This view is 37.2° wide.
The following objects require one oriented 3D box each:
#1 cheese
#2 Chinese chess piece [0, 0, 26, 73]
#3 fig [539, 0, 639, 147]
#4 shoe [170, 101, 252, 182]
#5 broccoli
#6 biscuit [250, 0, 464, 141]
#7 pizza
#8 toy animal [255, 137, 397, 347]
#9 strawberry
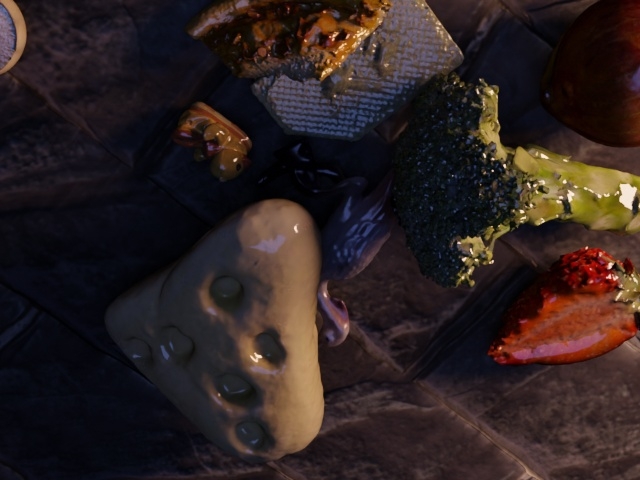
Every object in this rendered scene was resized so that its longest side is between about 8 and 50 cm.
[{"bbox_3d":[-0.078,0.134,1.273,0.351,0.129,0.328,-34,101,29],"label":"cheese"},{"bbox_3d":[-0.441,-0.269,1.222,0.122,0.051,0.122,-1,109,-3],"label":"Chinese chess piece"},{"bbox_3d":[0.371,-0.206,1.195,0.205,0.205,0.205,0,109,-1],"label":"fig"},{"bbox_3d":[-0.146,-0.128,1.266,0.109,0.072,0.069,51,62,-20],"label":"shoe"},{"bbox_3d":[0.262,-0.048,1.208,0.361,0.252,0.221,23,141,-15],"label":"broccoli"},{"bbox_3d":[0.046,-0.222,1.246,0.252,0.052,0.150,-35,106,10],"label":"biscuit"},{"bbox_3d":[-0.045,-0.268,1.195,0.271,0.056,0.134,8,79,17],"label":"pizza"},{"bbox_3d":[0.023,0.012,1.305,0.195,0.090,0.324,-4,107,15],"label":"toy animal"},{"bbox_3d":[0.350,0.104,1.343,0.174,0.098,0.228,35,117,-28],"label":"strawberry"}]
